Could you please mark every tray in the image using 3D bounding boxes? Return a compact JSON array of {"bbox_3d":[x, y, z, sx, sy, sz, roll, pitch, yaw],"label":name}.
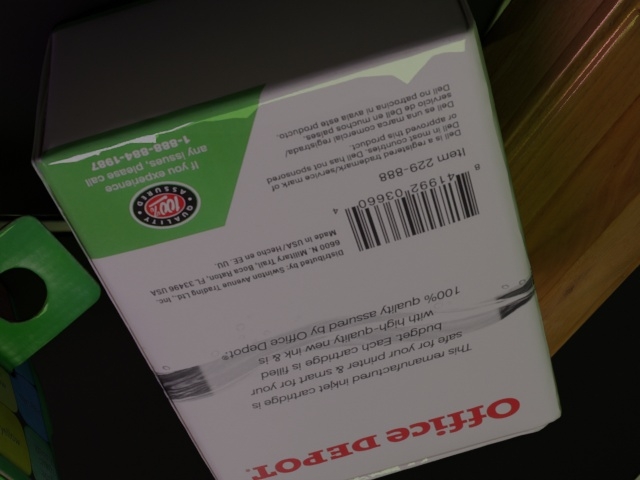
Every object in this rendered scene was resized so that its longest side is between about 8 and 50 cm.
[{"bbox_3d":[0.137,-0.010,0.841,0.203,0.076,0.411,9,130,-37],"label":"tray"}]

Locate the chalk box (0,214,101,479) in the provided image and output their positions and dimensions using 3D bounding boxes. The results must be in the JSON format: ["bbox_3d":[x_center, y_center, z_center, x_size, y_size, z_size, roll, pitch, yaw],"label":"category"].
[{"bbox_3d":[-0.255,0.088,0.645,0.289,0.179,0.180,-27,143,3],"label":"chalk box"}]

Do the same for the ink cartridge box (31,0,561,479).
[{"bbox_3d":[0.000,0.000,0.669,0.211,0.121,0.289,-16,132,5],"label":"ink cartridge box"}]
